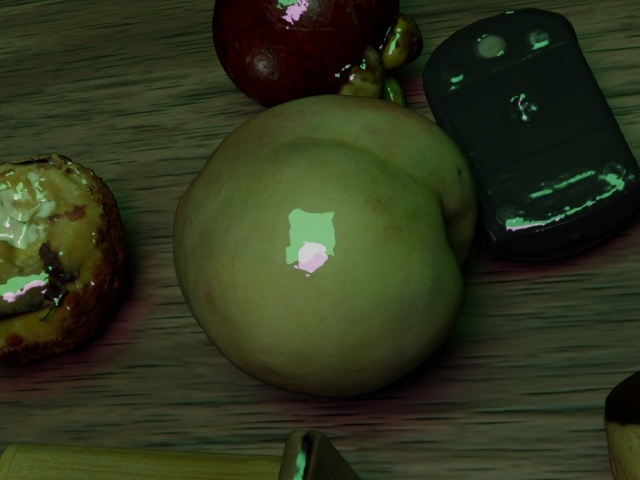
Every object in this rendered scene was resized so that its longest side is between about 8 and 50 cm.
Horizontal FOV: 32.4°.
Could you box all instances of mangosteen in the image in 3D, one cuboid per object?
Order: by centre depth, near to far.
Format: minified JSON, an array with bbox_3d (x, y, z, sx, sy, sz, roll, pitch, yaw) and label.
[{"bbox_3d":[0.006,-0.215,1.195,0.215,0.215,0.257,-37,73,-7],"label":"mangosteen"}]

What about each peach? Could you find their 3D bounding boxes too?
[{"bbox_3d":[0.000,-0.001,1.019,0.292,0.247,0.292,-4,63,8],"label":"peach"}]

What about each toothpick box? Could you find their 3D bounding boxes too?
[{"bbox_3d":[-0.129,0.270,0.937,0.308,0.190,0.187,-1,60,23],"label":"toothpick box"}]

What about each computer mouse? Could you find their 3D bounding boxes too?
[{"bbox_3d":[0.210,-0.103,1.104,0.170,0.100,0.269,-22,59,10],"label":"computer mouse"}]

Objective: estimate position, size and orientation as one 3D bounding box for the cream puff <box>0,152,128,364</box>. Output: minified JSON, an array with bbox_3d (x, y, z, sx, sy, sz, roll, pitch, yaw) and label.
[{"bbox_3d":[-0.313,0.027,1.166,0.240,0.164,0.240,-3,47,3],"label":"cream puff"}]

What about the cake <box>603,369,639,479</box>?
[{"bbox_3d":[0.333,0.180,0.848,0.207,0.185,0.178,-27,95,-25],"label":"cake"}]
